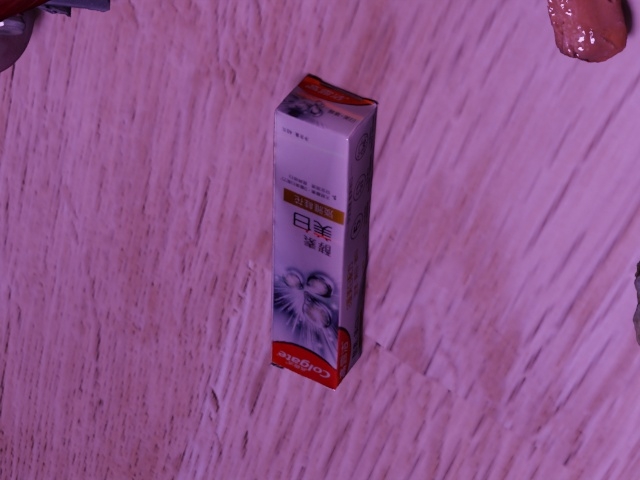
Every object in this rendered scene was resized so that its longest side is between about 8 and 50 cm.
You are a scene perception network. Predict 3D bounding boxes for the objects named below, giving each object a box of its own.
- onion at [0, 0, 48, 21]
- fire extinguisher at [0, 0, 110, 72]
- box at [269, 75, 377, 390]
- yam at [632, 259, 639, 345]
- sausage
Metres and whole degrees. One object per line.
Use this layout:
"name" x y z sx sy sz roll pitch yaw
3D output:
"onion" -0.212 -0.233 1.020 0.252 0.252 0.219 39 107 4
"fire extinguisher" -0.261 -0.143 1.229 0.269 0.105 0.105 -7 120 42
"box" 0.000 0.000 1.181 0.055 0.039 0.218 22 136 21
"yam" 0.246 0.025 0.979 0.179 0.078 0.078 -19 111 45
"sausage" 0.129 -0.160 0.941 0.042 0.036 0.158 -5 126 6
